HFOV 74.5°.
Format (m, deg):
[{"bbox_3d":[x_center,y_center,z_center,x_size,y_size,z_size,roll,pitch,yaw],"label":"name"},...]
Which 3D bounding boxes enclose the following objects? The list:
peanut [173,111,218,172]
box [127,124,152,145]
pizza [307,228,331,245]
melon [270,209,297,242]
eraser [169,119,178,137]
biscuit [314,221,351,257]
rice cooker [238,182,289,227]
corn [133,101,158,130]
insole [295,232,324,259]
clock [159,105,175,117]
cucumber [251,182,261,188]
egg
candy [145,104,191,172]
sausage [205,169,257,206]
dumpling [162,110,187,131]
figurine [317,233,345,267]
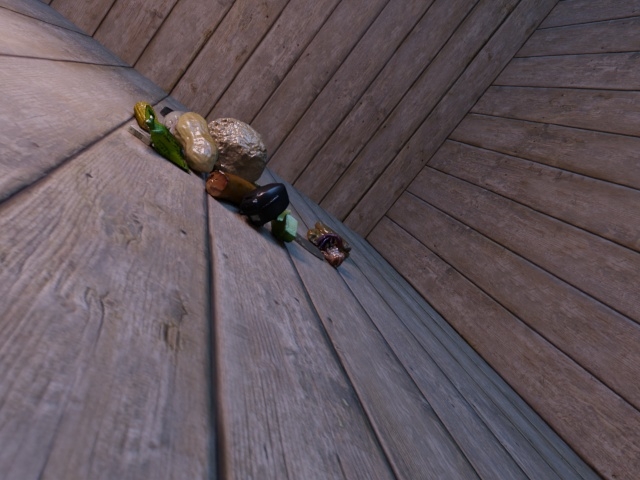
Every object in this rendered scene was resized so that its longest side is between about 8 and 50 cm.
[{"bbox_3d":[-0.483,-0.380,1.634,0.149,0.149,0.313,26,33,-58],"label":"peanut"},{"bbox_3d":[-0.615,-0.362,1.446,0.083,0.024,0.054,37,10,-16],"label":"box"},{"bbox_3d":[0.000,0.000,2.042,0.161,0.062,0.182,46,8,16],"label":"pizza"},{"bbox_3d":[-0.137,-0.059,1.568,0.064,0.117,0.209,20,3,-24],"label":"melon"},{"bbox_3d":[-0.585,-0.434,1.724,0.026,0.105,0.065,-8,-31,41],"label":"eraser"},{"bbox_3d":[0.063,-0.003,2.277,0.259,0.079,0.259,38,6,-5],"label":"biscuit"},{"bbox_3d":[-0.195,-0.132,1.490,0.203,0.142,0.118,-45,120,-45],"label":"rice cooker"},{"bbox_3d":[-0.693,-0.497,1.673,0.080,0.080,0.238,32,9,-42],"label":"corn"},{"bbox_3d":[-0.078,0.003,1.788,0.248,0.011,0.081,40,21,-8],"label":"insole"},{"bbox_3d":[-0.774,-0.656,2.327,0.226,0.049,0.226,36,8,-6],"label":"clock"},{"bbox_3d":[-0.325,-0.267,2.187,0.107,0.035,0.067,36,-10,-10],"label":"cucumber"},{"bbox_3d":[-0.376,-0.387,1.844,0.310,0.279,0.279,40,7,-18],"label":"egg"},{"bbox_3d":[-0.534,-0.337,1.456,0.246,0.069,0.149,55,2,-42],"label":"candy"},{"bbox_3d":[-0.306,-0.179,1.537,0.109,0.109,0.270,42,9,26],"label":"sausage"},{"bbox_3d":[-0.604,-0.484,1.856,0.247,0.142,0.172,-99,169,-53],"label":"dumpling"},{"bbox_3d":[0.055,0.051,1.880,0.157,0.126,0.114,67,-26,19],"label":"figurine"}]
